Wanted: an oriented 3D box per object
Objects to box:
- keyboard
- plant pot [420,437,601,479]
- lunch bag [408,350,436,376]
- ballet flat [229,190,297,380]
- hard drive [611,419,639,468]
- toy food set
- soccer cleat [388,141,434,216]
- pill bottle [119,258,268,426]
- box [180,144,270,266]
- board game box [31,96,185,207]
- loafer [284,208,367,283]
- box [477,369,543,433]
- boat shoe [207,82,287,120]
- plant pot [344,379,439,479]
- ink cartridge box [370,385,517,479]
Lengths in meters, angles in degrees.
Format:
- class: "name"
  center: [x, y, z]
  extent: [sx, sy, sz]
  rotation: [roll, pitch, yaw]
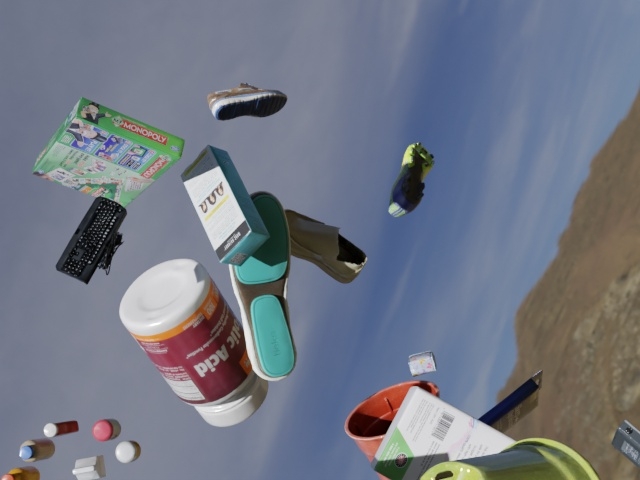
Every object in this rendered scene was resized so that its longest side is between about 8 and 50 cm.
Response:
- class: "keyboard"
  center: [-0.449, -0.004, 1.807]
  extent: [0.038, 0.100, 0.192]
  rotation: [122, 171, -60]
- class: "plant pot"
  center: [0.291, 0.459, 1.471]
  extent: [0.254, 0.276, 0.276]
  rotation: [14, -79, -40]
- class: "lunch bag"
  center: [0.278, 0.333, 2.438]
  extent: [0.083, 0.071, 0.053]
  rotation: [-30, -76, -79]
- class: "ballet flat"
  center: [-0.131, 0.099, 1.904]
  extent: [0.139, 0.139, 0.400]
  rotation: [-4, -92, -68]
- class: "hard drive"
  center: [0.490, 0.328, 1.308]
  extent: [0.022, 0.135, 0.094]
  rotation: [-42, -27, -11]
- class: "toy food set"
  center: [-0.451, 0.380, 1.606]
  extent: [0.104, 0.232, 0.111]
  rotation: [64, -164, -79]
- class: "soccer cleat"
  center: [0.244, -0.174, 2.499]
  extent: [0.121, 0.093, 0.289]
  rotation: [-44, 16, 37]
- class: "pill bottle"
  center: [-0.286, 0.252, 2.120]
  extent: [0.224, 0.224, 0.392]
  rotation: [-53, -47, -31]
- class: "box"
  center: [-0.196, -0.073, 1.820]
  extent: [0.100, 0.244, 0.060]
  rotation: [-44, -34, 24]
- class: "board game box"
  center: [-0.434, -0.167, 1.803]
  extent: [0.317, 0.213, 0.046]
  rotation: [-28, 48, 54]
- class: "loafer"
  center: [0.000, 0.000, 2.013]
  extent: [0.092, 0.268, 0.102]
  rotation: [-34, 38, 37]
- class: "box"
  center: [0.481, 0.424, 2.242]
  extent: [0.225, 0.036, 0.136]
  rotation: [-37, -31, -10]
- class: "boat shoe"
  center: [-0.156, -0.306, 1.912]
  extent: [0.183, 0.066, 0.066]
  rotation: [-11, -36, -36]
- class: "plant pot"
  center: [0.242, 0.560, 2.400]
  extent: [0.272, 0.272, 0.265]
  rotation: [-42, -68, -49]
- class: "ink cartridge box"
  center: [0.278, 0.471, 1.935]
  extent: [0.201, 0.278, 0.117]
  rotation: [-61, -3, -9]
